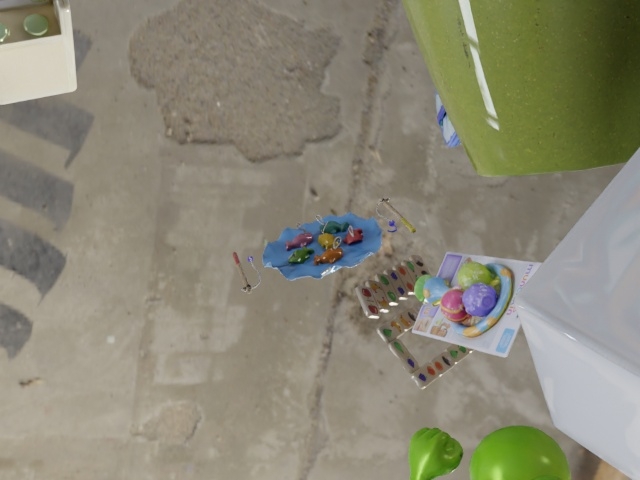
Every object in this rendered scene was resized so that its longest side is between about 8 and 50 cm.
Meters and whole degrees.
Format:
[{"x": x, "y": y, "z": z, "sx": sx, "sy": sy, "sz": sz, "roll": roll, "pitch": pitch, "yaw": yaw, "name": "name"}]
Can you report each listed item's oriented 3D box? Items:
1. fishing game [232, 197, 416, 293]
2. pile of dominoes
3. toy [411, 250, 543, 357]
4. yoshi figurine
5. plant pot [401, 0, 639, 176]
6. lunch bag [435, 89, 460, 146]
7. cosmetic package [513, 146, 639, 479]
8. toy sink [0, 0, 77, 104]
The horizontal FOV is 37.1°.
[{"x": 0.000, "y": 0.000, "z": 1.394, "sx": 0.264, "sy": 0.189, "sz": 0.041, "roll": -18, "pitch": 116, "yaw": -5, "name": "fishing game"}, {"x": 0.173, "y": 0.116, "z": 1.566, "sx": 0.196, "sy": 0.251, "sz": 0.040, "roll": 52, "pitch": 124, "yaw": 11, "name": "pile of dominoes"}, {"x": 0.199, "y": 0.075, "z": 1.329, "sx": 0.056, "sy": 0.237, "sz": 0.136, "roll": 29, "pitch": 81, "yaw": -21, "name": "toy"}, {"x": 0.149, "y": 0.320, "z": 1.082, "sx": 0.204, "sy": 0.203, "sz": 0.362, "roll": 18, "pitch": 142, "yaw": -42, "name": "yoshi figurine"}, {"x": 0.178, "y": -0.205, "z": 0.778, "sx": 0.275, "sy": 0.275, "sz": 0.293, "roll": -8, "pitch": 97, "yaw": -9, "name": "plant pot"}, {"x": 0.184, "y": -0.206, "z": 1.046, "sx": 0.090, "sy": 0.219, "sz": 0.176, "roll": -3, "pitch": 76, "yaw": -8, "name": "lunch bag"}, {"x": 0.360, "y": -0.030, "z": 0.725, "sx": 0.453, "sy": 0.161, "sz": 0.230, "roll": -47, "pitch": 144, "yaw": -14, "name": "cosmetic package"}, {"x": -0.435, "y": -0.322, "z": 1.367, "sx": 0.131, "sy": 0.234, "sz": 0.152, "roll": -14, "pitch": 75, "yaw": -17, "name": "toy sink"}]
